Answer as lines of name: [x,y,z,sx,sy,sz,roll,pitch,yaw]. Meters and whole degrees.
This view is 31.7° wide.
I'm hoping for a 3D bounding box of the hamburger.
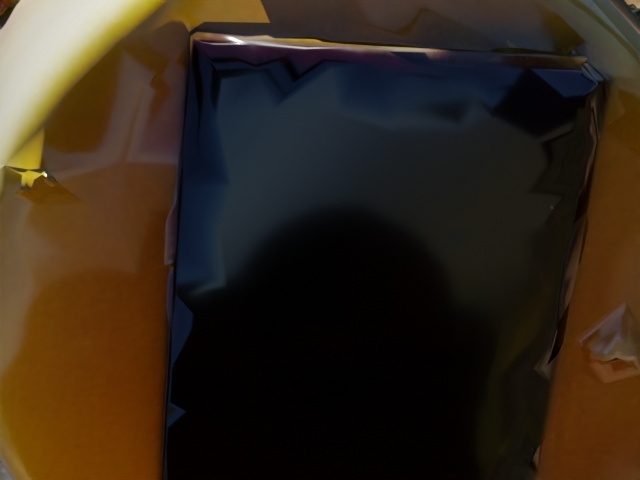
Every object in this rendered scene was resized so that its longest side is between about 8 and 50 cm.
hamburger: [0.000,0.000,0.419,0.294,0.275,0.179,1,19,-5]
